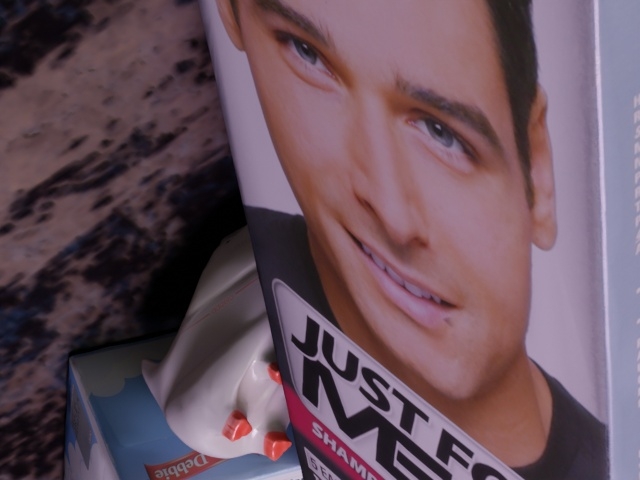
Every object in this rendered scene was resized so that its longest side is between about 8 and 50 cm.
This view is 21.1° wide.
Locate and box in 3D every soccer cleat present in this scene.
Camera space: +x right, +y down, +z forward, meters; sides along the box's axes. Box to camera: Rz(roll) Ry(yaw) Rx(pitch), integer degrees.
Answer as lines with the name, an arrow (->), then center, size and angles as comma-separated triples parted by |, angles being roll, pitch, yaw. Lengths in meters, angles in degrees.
soccer cleat -> 0.000, 0.000, 0.698 | 0.196, 0.076, 0.068 | -51, 140, -2

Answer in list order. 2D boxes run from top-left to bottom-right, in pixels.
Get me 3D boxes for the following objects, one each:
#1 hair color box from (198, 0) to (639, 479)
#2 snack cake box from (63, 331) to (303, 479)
hair color box -> 0.064, -0.016, 0.542 | 0.113, 0.185, 0.374 | -32, 136, -23
snack cake box -> 0.017, 0.103, 0.807 | 0.264, 0.089, 0.152 | -12, 139, -21
